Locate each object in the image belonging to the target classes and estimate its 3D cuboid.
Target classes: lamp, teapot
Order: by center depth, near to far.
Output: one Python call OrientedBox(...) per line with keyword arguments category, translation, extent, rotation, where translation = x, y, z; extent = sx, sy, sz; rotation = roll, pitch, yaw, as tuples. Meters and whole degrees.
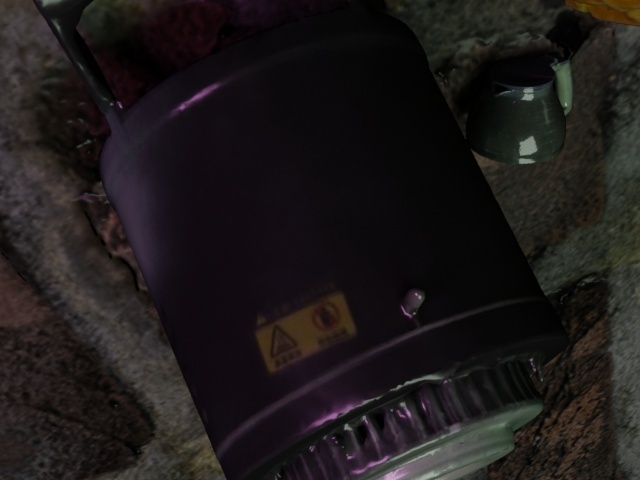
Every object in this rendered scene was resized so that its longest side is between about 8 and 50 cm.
OrientedBox(category="lamp", translation=(0.007, 0.014, 0.707), extent=(0.205, 0.272, 0.374), rotation=(-26, 144, 0))
OrientedBox(category="teapot", translation=(0.137, -0.090, 0.836), extent=(0.088, 0.066, 0.057), rotation=(-27, 133, -35))

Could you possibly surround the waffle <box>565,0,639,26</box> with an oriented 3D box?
OrientedBox(category="waffle", translation=(0.249, -0.136, 0.682), extent=(0.291, 0.291, 0.051), rotation=(15, 88, -42))
